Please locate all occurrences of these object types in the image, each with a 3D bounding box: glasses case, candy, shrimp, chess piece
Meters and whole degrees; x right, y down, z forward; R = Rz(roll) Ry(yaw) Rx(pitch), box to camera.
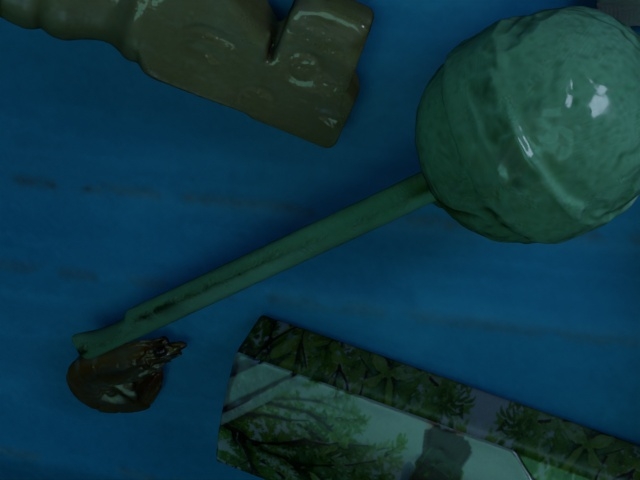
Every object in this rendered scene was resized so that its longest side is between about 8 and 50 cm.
[{"bbox_3d":[0.071,0.140,0.754,0.272,0.062,0.095,18,122,12],"label":"glasses case"},{"bbox_3d":[0.000,0.000,0.690,0.439,0.119,0.119,-27,105,37],"label":"candy"},{"bbox_3d":[-0.130,0.096,0.836,0.108,0.023,0.059,-16,120,28],"label":"shrimp"},{"bbox_3d":[-0.069,-0.125,0.663,0.200,0.090,0.090,23,124,-4],"label":"chess piece"}]

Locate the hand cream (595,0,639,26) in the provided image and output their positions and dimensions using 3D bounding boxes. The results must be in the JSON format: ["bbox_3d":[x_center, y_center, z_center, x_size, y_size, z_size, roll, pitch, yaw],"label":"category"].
[{"bbox_3d":[0.168,-0.204,0.541,0.080,0.050,0.234,4,125,16],"label":"hand cream"}]
